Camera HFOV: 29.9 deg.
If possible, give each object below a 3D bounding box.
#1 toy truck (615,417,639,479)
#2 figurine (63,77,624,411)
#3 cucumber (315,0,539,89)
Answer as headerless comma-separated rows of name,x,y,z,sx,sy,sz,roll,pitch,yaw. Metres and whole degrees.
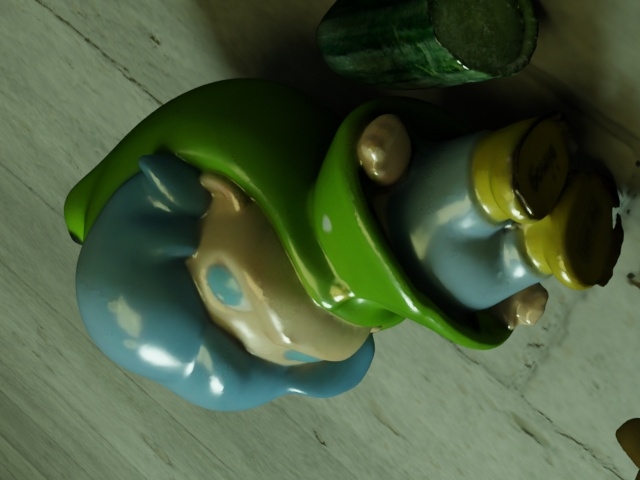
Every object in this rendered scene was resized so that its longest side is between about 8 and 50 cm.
toy truck,0.151,0.215,0.408,0.204,0.211,0.288,36,-174,-24
figurine,0.000,0.000,0.530,0.263,0.143,0.162,-10,143,41
cucumber,0.031,-0.079,0.457,0.105,0.048,0.048,2,130,57
